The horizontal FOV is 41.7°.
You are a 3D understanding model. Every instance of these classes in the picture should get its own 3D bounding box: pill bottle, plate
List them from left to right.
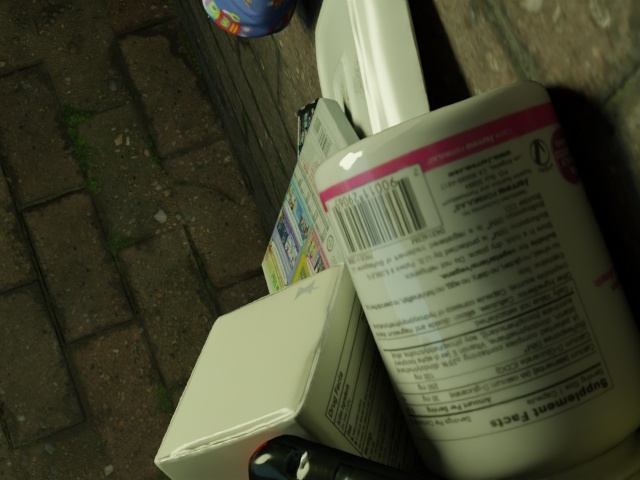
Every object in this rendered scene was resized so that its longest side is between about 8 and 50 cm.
[{"bbox_3d":[0.042,-0.132,0.788,0.278,0.045,0.277,132,129,-80],"label":"plate"},{"bbox_3d":[0.116,0.056,0.544,0.160,0.160,0.283,168,81,-82],"label":"pill bottle"}]

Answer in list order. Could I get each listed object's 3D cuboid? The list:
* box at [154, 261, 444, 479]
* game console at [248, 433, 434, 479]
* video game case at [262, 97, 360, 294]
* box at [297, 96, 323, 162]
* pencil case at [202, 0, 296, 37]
[{"bbox_3d":[0.019,0.159,0.608,0.232,0.127,0.148,51,-148,-23],"label":"box"},{"bbox_3d":[0.152,0.276,0.457,0.387,0.060,0.342,9,132,32],"label":"game console"},{"bbox_3d":[0.000,0.000,0.747,0.212,0.023,0.193,-113,38,-56],"label":"video game case"},{"bbox_3d":[0.005,-0.069,1.090,0.175,0.051,0.220,-163,73,-80],"label":"box"},{"bbox_3d":[-0.076,-0.333,0.955,0.133,0.119,0.306,46,171,-1],"label":"pencil case"}]
